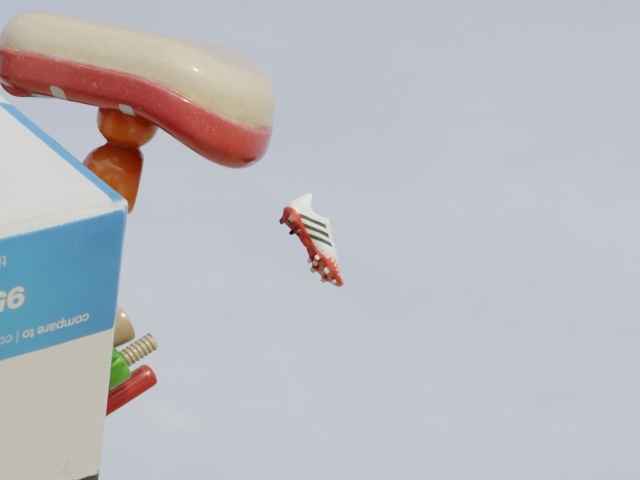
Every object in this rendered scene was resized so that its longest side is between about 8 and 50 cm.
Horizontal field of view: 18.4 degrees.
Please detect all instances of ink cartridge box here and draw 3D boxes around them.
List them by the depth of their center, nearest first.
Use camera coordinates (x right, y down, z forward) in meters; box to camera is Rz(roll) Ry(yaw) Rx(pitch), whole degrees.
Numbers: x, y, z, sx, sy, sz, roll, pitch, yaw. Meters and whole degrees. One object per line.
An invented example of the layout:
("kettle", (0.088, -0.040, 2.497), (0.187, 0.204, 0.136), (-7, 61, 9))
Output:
("ink cartridge box", (-0.288, 0.095, 1.357), (0.166, 0.285, 0.395), (-16, -52, -36))

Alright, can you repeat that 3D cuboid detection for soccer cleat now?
("soccer cleat", (0.000, 0.000, 1.582), (0.083, 0.035, 0.029), (55, -26, -18))

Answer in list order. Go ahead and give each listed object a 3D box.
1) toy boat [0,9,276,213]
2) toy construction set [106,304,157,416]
("toy boat", (-0.151, -0.093, 1.566), (0.231, 0.151, 0.151), (14, 7, 22))
("toy construction set", (-0.320, 0.061, 1.788), (0.237, 0.309, 0.257), (-33, 3, -21))
